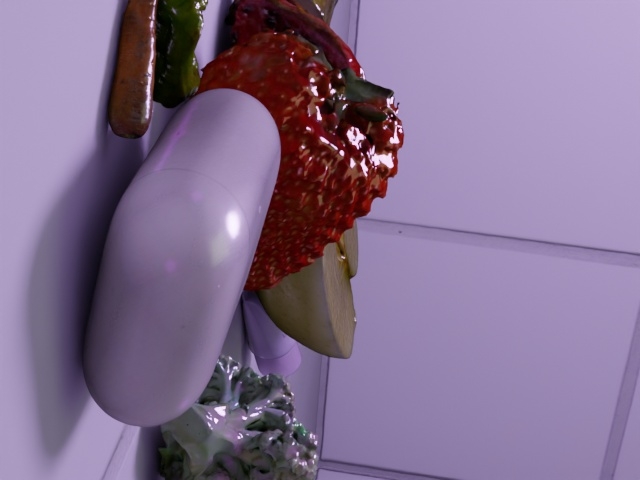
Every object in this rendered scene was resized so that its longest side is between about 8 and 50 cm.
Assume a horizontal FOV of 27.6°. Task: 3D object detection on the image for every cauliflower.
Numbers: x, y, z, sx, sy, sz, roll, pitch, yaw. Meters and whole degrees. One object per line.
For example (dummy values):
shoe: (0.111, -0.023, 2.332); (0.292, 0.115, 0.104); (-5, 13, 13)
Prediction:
cauliflower: (-0.145, 0.276, 1.769); (0.256, 0.239, 0.315); (-41, 146, -2)

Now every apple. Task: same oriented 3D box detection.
apple: (0.000, 0.000, 2.311); (0.311, 0.320, 0.360); (-39, 144, -17)

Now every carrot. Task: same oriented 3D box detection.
carrot: (-0.186, -0.198, 1.324); (0.047, 0.047, 0.191); (57, 37, -82)

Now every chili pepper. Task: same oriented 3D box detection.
chili pepper: (-0.160, -0.191, 1.417); (0.072, 0.073, 0.204); (62, -23, 26)

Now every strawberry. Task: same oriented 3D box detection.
strawberry: (-0.077, -0.095, 1.687); (0.312, 0.267, 0.351); (18, 110, -45)

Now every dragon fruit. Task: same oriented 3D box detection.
dragon fruit: (-0.083, -0.221, 1.947); (0.330, 0.240, 0.302); (171, -101, -74)

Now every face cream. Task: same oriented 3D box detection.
face cream: (-0.105, 0.140, 2.475); (0.154, 0.096, 0.274); (-72, 156, -45)

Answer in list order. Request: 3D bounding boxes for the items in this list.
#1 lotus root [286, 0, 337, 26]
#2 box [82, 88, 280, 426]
lotus root: (-0.035, -0.401, 2.084); (0.267, 0.149, 0.260); (96, 6, -52)
box: (-0.144, 0.011, 1.389); (0.349, 0.141, 0.289); (-74, -177, -59)
